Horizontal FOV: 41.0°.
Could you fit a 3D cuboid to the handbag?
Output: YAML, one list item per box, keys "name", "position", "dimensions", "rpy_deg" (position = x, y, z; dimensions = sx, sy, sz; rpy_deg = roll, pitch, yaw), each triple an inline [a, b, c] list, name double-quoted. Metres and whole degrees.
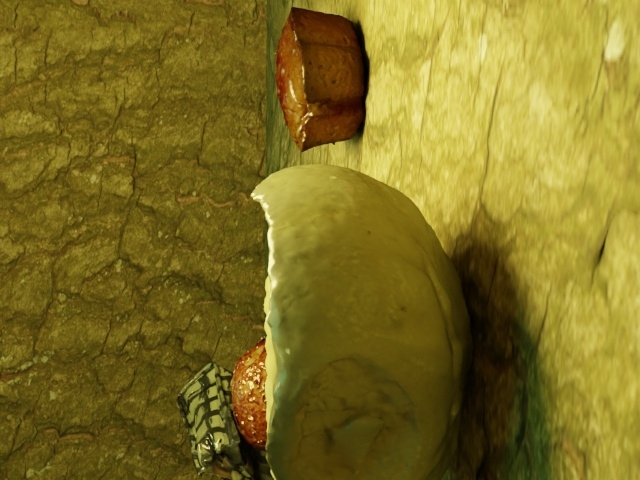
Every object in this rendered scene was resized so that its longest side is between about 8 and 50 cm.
- name: "handbag"
  position: [-0.143, 0.452, 1.848]
  dimensions: [0.162, 0.325, 0.327]
  rpy_deg: [-46, 22, 8]

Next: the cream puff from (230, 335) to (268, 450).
- name: "cream puff"
  position: [-0.065, 0.304, 1.684]
  dimensions: [0.240, 0.164, 0.240]
  rpy_deg: [1, -90, -64]

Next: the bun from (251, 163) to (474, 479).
- name: "bun"
  position: [0.045, 0.100, 0.850]
  dimensions: [0.364, 0.202, 0.364]
  rpy_deg: [176, 90, -88]

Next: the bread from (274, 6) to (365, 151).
- name: "bread"
  position: [-0.007, -0.262, 1.406]
  dimensions: [0.246, 0.135, 0.232]
  rpy_deg: [-99, 12, -45]
